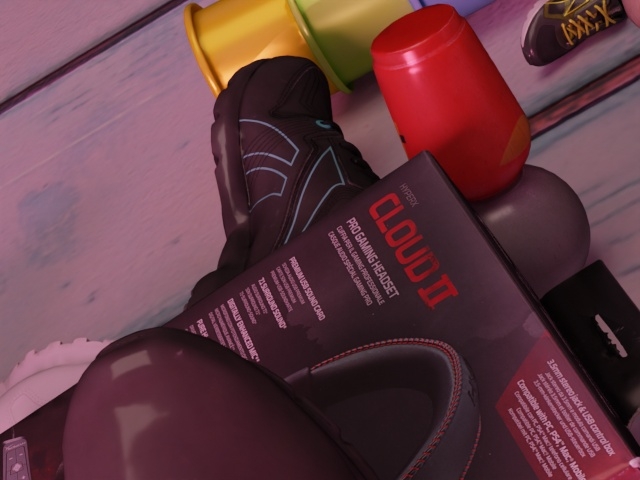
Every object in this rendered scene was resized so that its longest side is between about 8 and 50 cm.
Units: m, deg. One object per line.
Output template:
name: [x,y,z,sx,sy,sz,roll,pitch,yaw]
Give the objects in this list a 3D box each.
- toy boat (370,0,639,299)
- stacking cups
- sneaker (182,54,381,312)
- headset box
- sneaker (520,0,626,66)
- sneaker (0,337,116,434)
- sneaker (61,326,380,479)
toy boat: [0.181,-0.097,0.853,0.318,0.148,0.267,-29,25,1]
stacking cups: [0.081,-0.161,1.098,0.316,0.096,0.096,-24,32,10]
sneaker: [0.000,0.000,0.955,0.106,0.101,0.267,-11,43,14]
headset box: [0.005,0.112,0.738,0.293,0.110,0.218,-33,37,4]
sneaker: [0.143,-0.125,1.021,0.083,0.031,0.035,-44,31,-13]
sneaker: [-0.153,0.123,0.926,0.235,0.090,0.095,-28,25,38]
sneaker: [-0.012,0.156,0.556,0.109,0.130,0.286,-24,75,7]
